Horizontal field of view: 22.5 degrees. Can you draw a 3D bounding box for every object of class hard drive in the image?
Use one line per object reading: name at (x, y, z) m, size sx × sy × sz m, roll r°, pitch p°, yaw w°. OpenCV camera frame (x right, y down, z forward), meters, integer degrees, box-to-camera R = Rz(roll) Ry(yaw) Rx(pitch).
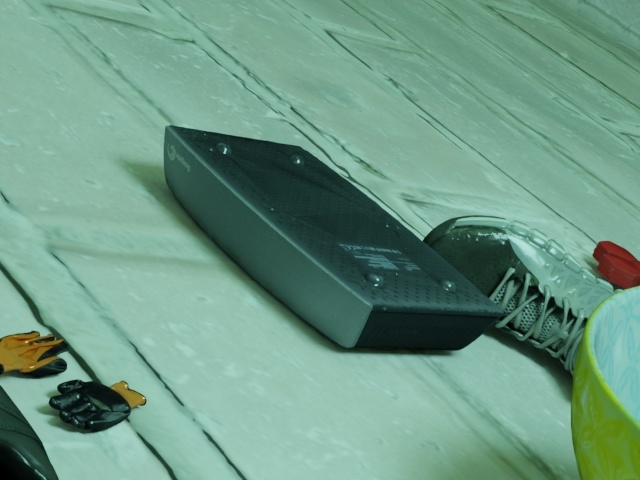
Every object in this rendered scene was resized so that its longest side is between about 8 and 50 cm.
hard drive at (0.000, 0.000, 1.215) m, size 0.172 × 0.054 × 0.255 m, roll 6°, pitch 28°, yaw -47°

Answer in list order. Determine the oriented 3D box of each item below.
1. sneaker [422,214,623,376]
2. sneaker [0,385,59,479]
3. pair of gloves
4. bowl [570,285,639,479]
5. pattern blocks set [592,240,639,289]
sneaker at (0.186, 0.062, 1.255) m, size 0.229 × 0.086 × 0.132 m, roll 23°, pitch 21°, yaw -12°
sneaker at (-0.208, 0.092, 0.625) m, size 0.130 × 0.109 × 0.286 m, roll 41°, pitch 25°, yaw 22°
pair of gloves at (-0.143, 0.077, 0.888) m, size 0.083 × 0.010 × 0.074 m, roll 35°, pitch 19°, yaw 15°
bowl at (0.268, 0.162, 0.951) m, size 0.290 × 0.156 × 0.289 m, roll 14°, pitch 25°, yaw -7°
pattern blocks set at (0.387, 0.111, 1.476) m, size 0.285 × 0.026 × 0.325 m, roll 23°, pitch 19°, yaw -9°
